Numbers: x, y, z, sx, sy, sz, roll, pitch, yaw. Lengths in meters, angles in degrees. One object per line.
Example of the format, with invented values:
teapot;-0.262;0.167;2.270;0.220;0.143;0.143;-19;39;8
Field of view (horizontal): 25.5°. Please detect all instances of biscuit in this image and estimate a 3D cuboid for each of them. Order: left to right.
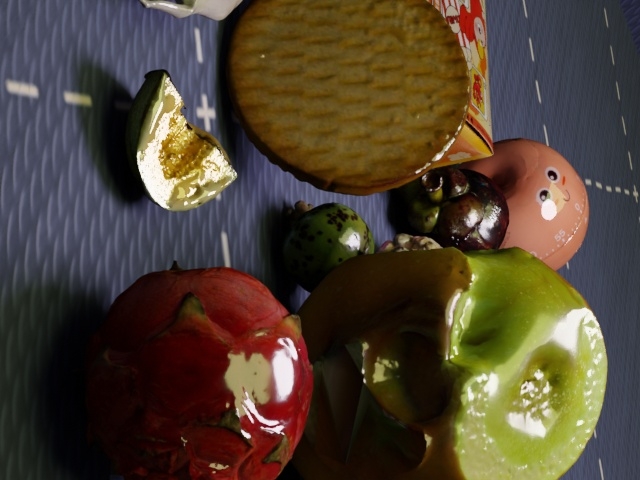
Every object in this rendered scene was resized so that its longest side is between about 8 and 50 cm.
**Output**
biscuit;0.036;-0.205;1.782;0.040;0.317;0.318;117;-25;-66

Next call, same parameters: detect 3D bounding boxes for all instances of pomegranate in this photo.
pomegranate;0.000;0.000;1.814;0.161;0.122;0.122;51;3;42

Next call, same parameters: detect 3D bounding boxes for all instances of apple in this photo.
apple;0.130;0.158;1.643;0.374;0.384;0.374;48;17;-20

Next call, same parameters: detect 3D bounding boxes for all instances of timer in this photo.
timer;0.326;-0.051;2.341;0.215;0.229;0.230;40;45;-44

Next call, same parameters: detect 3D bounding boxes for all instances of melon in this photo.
melon;-0.173;-0.099;1.531;0.128;0.079;0.160;-58;135;-30

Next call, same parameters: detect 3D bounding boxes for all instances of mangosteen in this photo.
mangosteen;0.201;-0.045;2.169;0.184;0.172;0.172;48;34;-13

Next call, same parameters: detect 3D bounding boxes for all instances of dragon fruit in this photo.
dragon fruit;-0.118;0.143;1.370;0.252;0.241;0.241;-37;114;-47

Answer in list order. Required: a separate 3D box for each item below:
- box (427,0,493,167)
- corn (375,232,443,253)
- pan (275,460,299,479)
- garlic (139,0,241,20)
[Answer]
box;0.111;-0.271;2.011;0.259;0.213;0.284;34;50;-58
corn;0.175;0.092;2.117;0.335;0.126;0.127;41;45;-57
pan;-0.085;0.240;1.617;0.235;0.028;0.136;52;36;-49
garlic;-0.105;-0.407;1.605;0.246;0.231;0.340;31;47;-60
